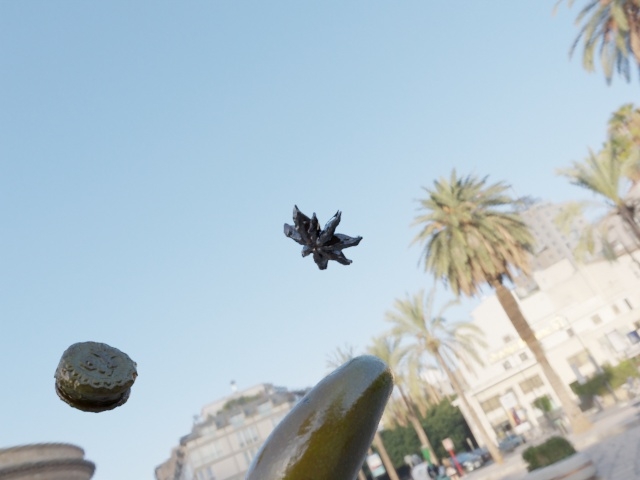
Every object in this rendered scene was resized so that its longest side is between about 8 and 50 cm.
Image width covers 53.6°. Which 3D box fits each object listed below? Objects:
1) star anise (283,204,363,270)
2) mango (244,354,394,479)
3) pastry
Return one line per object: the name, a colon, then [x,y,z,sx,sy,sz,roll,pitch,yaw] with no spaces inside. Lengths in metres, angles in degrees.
star anise: [0.000,0.002,1.045,0.042,0.141,0.141,-60,2,-40]
mango: [0.002,0.206,0.638,0.227,0.099,0.136,-50,-15,-27]
pastry: [-0.282,0.170,0.793,0.097,0.109,0.057,22,-69,-7]
